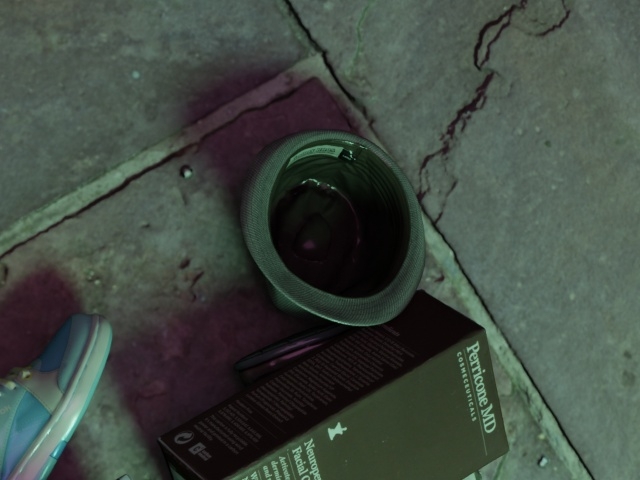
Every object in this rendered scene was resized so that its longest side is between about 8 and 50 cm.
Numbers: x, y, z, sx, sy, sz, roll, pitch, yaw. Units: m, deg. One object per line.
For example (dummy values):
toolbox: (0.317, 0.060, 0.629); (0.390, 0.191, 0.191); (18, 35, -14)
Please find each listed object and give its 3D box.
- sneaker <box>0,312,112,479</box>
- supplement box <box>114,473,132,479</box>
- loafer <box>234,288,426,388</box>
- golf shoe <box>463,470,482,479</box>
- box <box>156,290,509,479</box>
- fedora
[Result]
sneaker: (-0.380, 0.182, 1.789); (0.208, 0.127, 0.319); (32, 69, -11)
supplement box: (-0.299, 0.359, 1.741); (0.239, 0.130, 0.073); (-37, 92, -40)
loafer: (0.027, 0.137, 1.959); (0.267, 0.096, 0.084); (-20, 91, -24)
golf shoe: (0.151, 0.348, 1.963); (0.086, 0.067, 0.186); (12, 74, -14)
box: (0.023, 0.238, 1.869); (0.381, 0.143, 0.191); (-29, 123, -23)
fedora: (0.000, 0.000, 1.955); (0.244, 0.124, 0.275); (18, 57, -18)
